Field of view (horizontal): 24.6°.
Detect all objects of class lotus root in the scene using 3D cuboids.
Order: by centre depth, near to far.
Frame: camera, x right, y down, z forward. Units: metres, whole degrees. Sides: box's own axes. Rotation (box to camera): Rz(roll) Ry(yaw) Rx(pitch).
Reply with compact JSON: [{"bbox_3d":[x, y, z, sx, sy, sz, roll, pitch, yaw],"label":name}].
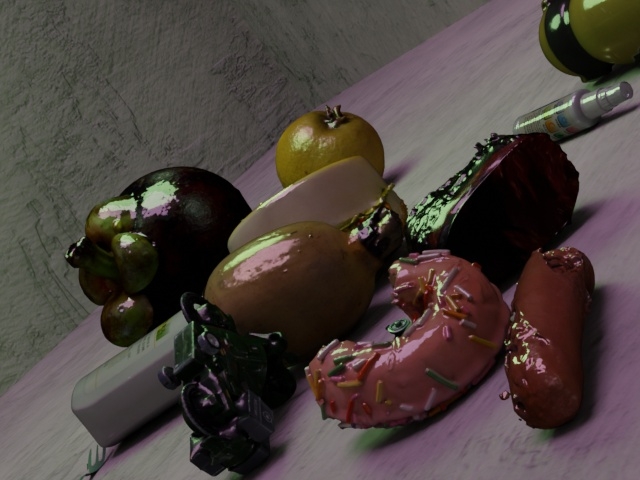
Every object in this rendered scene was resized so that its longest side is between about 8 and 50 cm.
[{"bbox_3d":[-0.017,0.058,1.979,0.310,0.183,0.183,-30,11,10],"label":"lotus root"}]

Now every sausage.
[{"bbox_3d":[0.216,0.073,1.379,0.079,0.087,0.327,-20,16,19],"label":"sausage"}]

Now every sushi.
[{"bbox_3d":[0.203,-0.027,1.760,0.225,0.136,0.126,-46,9,-11],"label":"sushi"}]

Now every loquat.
[{"bbox_3d":[0.021,-0.150,2.763,0.208,0.208,0.208,-35,10,7],"label":"loquat"}]

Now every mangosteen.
[{"bbox_3d":[-0.246,0.036,2.481,0.330,0.330,0.330,-35,10,7],"label":"mangosteen"}]

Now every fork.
[{"bbox_3d":[-0.360,0.366,2.212,0.039,0.021,0.235,-38,10,16],"label":"fork"}]

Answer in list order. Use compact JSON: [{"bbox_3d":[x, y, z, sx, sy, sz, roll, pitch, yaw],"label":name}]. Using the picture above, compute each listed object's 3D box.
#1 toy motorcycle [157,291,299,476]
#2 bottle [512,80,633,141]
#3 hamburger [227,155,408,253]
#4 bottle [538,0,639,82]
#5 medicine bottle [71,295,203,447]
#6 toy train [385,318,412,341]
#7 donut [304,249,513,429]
[{"bbox_3d":[-0.107,0.184,1.812,0.124,0.187,0.275,-40,27,20],"label":"toy motorcycle"},{"bbox_3d":[0.367,-0.183,2.126,0.060,0.060,0.217,-43,12,-32],"label":"bottle"},{"bbox_3d":[0.000,0.000,2.194,0.276,0.179,0.294,-32,-1,0],"label":"hamburger"},{"bbox_3d":[0.475,-0.355,2.238,0.171,0.171,0.351,-43,10,-31],"label":"bottle"},{"bbox_3d":[-0.226,0.186,2.290,0.324,0.124,0.179,-36,7,14],"label":"medicine bottle"},{"bbox_3d":[0.102,0.126,1.652,0.081,0.050,0.122,-15,23,33],"label":"toy train"},{"bbox_3d":[0.098,0.100,1.546,0.199,0.085,0.233,2,42,45],"label":"donut"}]
